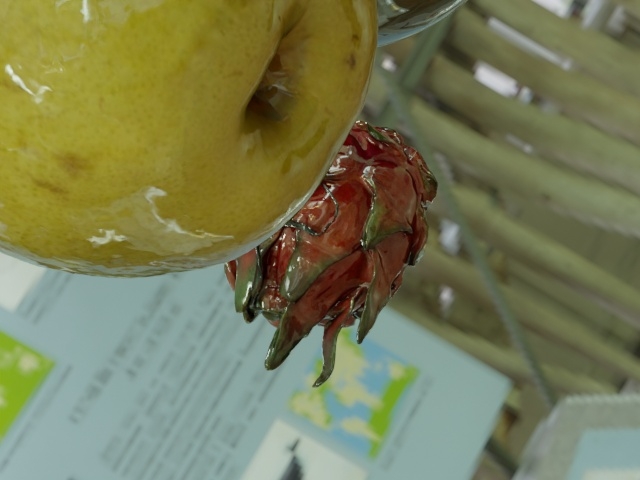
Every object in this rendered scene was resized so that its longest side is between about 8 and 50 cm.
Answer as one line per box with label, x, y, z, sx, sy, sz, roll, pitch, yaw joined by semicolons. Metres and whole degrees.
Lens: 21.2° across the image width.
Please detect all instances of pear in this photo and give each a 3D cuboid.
pear;-0.128;-0.124;1.005;0.314;0.314;0.314;-59;1;1

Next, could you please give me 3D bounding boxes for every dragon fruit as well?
dragon fruit;0.000;0.000;1.564;0.192;0.193;0.274;-3;41;47

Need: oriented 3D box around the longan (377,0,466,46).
longan;0.051;-0.355;1.763;0.319;0.319;0.319;-59;1;1
